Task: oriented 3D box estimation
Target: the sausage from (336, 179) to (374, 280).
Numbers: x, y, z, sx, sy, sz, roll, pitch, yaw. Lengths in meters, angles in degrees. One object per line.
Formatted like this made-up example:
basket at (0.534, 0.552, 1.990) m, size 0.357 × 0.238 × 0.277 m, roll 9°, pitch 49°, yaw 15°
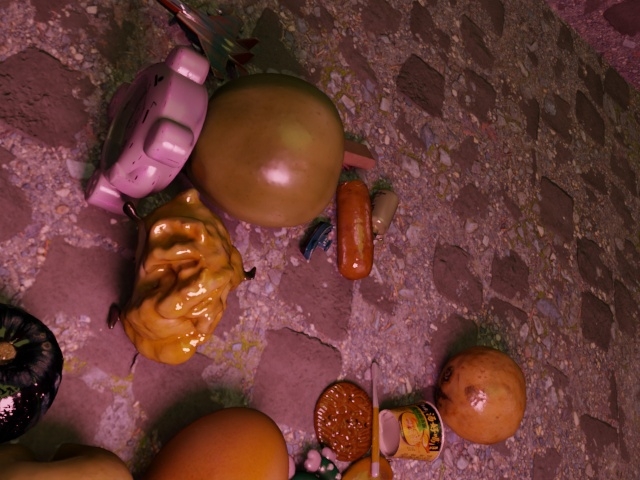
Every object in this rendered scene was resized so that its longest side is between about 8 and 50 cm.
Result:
sausage at (0.092, -0.029, 1.560) m, size 0.108 × 0.108 × 0.271 m, roll 11°, pitch 70°, yaw -34°

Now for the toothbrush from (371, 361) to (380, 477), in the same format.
toothbrush at (0.137, 0.435, 1.436) m, size 0.024 × 0.021 × 0.288 m, roll 37°, pitch 41°, yaw -34°

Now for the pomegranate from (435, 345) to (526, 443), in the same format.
pomegranate at (0.433, 0.413, 1.568) m, size 0.260 × 0.260 × 0.261 m, roll 14°, pitch 66°, yaw -33°

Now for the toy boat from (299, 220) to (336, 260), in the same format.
toy boat at (0.000, 0.000, 1.507) m, size 0.060 × 0.060 × 0.137 m, roll 34°, pitch 48°, yaw 0°

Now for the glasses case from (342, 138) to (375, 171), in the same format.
glasses case at (0.048, -0.250, 1.643) m, size 0.193 × 0.070 × 0.103 m, roll 10°, pitch 40°, yaw -32°

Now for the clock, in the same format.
clock at (-0.343, -0.220, 1.164) m, size 0.113 × 0.322 × 0.296 m, roll 23°, pitch 61°, yaw -34°

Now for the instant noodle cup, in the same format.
instant noodle cup at (0.217, 0.476, 1.447) m, size 0.122 × 0.151 × 0.152 m, roll 5°, pitch 70°, yaw -28°

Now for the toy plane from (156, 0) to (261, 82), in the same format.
toy plane at (-0.297, -0.523, 1.452) m, size 0.326 × 0.104 × 0.223 m, roll 26°, pitch 59°, yaw -22°

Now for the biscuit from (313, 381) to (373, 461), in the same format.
biscuit at (0.064, 0.438, 1.416) m, size 0.187 × 0.027 × 0.188 m, roll 13°, pitch 67°, yaw -33°

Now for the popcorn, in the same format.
popcorn at (-0.265, 0.061, 1.148) m, size 0.280 × 0.316 × 0.297 m, roll 5°, pitch 42°, yaw -15°

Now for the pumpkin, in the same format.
pumpkin at (-0.537, 0.213, 0.941) m, size 0.233 × 0.163 × 0.233 m, roll 30°, pitch 35°, yaw -24°

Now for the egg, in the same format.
egg at (-0.190, 0.453, 1.077) m, size 0.250 × 0.250 × 0.322 m, roll 53°, pitch 42°, yaw -9°

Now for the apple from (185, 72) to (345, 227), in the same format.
apple at (-0.118, -0.204, 1.317) m, size 0.357 × 0.357 × 0.358 m, roll 14°, pitch 66°, yaw -33°

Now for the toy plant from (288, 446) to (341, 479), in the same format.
toy plant at (-0.036, 0.569, 1.238) m, size 0.243 × 0.112 × 0.233 m, roll 8°, pitch 70°, yaw -40°

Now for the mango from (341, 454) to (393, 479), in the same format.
mango at (0.103, 0.572, 1.377) m, size 0.187 × 0.066 × 0.101 m, roll -18°, pitch 84°, yaw -31°

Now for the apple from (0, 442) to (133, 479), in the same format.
apple at (-0.433, 0.448, 0.896) m, size 0.291 × 0.292 × 0.254 m, roll 11°, pitch 75°, yaw -34°

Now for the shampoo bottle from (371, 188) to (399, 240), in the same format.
shampoo bottle at (0.163, -0.065, 1.642) m, size 0.079 × 0.079 × 0.162 m, roll 39°, pitch 55°, yaw -19°
